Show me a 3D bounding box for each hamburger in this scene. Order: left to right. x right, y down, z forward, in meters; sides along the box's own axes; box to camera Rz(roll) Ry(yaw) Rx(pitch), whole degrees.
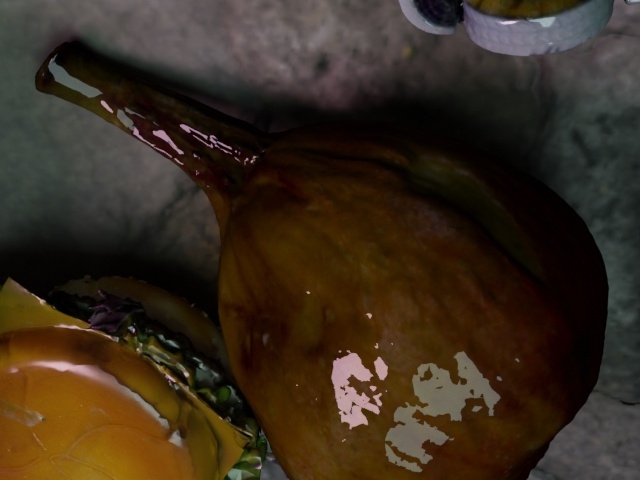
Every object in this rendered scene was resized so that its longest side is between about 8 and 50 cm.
[{"bbox_3d":[-0.109,0.081,0.804,0.189,0.093,0.164,39,128,-12],"label":"hamburger"}]

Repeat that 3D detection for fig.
[{"bbox_3d":[0.004,0.011,0.712,0.290,0.191,0.190,39,116,-22],"label":"fig"}]

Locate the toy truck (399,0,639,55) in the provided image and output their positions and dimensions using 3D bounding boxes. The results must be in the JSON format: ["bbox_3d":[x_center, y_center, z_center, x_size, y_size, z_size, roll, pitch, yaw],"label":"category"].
[{"bbox_3d":[0.196,-0.185,0.577,0.367,0.175,0.146,-9,125,4],"label":"toy truck"}]
